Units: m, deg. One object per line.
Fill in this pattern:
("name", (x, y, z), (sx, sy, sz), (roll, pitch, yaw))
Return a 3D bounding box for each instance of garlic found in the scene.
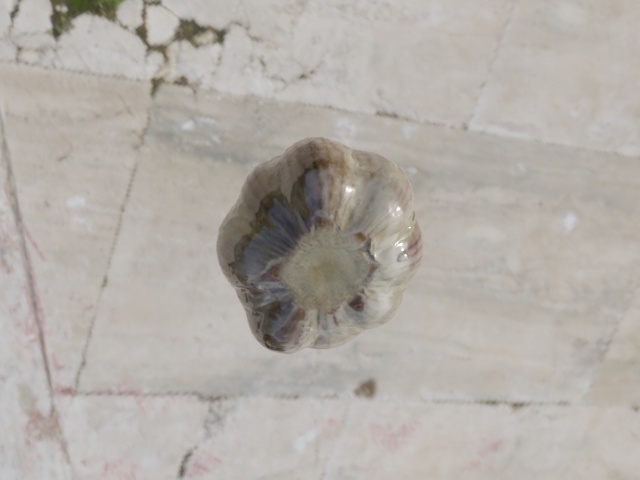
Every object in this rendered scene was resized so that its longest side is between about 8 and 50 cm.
("garlic", (0.000, 0.000, 0.861), (0.147, 0.102, 0.159), (5, 114, -6))
